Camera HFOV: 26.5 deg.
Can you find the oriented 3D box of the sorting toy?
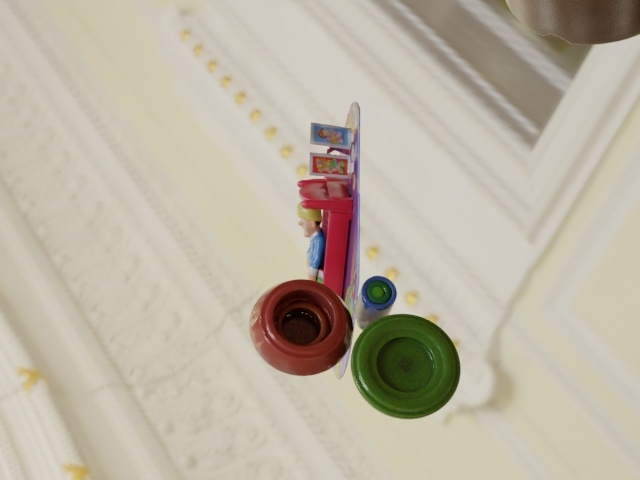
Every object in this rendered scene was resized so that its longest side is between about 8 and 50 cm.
[{"bbox_3d":[0.016,0.051,0.645,0.102,0.042,0.061,25,-116,6],"label":"sorting toy"}]

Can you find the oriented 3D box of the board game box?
[{"bbox_3d":[0.000,0.000,0.828,0.033,0.133,0.168,4,-116,-5],"label":"board game box"}]

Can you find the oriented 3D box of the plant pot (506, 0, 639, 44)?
[{"bbox_3d":[0.175,-0.226,0.871,0.167,0.165,0.167,-6,-128,8],"label":"plant pot"}]
